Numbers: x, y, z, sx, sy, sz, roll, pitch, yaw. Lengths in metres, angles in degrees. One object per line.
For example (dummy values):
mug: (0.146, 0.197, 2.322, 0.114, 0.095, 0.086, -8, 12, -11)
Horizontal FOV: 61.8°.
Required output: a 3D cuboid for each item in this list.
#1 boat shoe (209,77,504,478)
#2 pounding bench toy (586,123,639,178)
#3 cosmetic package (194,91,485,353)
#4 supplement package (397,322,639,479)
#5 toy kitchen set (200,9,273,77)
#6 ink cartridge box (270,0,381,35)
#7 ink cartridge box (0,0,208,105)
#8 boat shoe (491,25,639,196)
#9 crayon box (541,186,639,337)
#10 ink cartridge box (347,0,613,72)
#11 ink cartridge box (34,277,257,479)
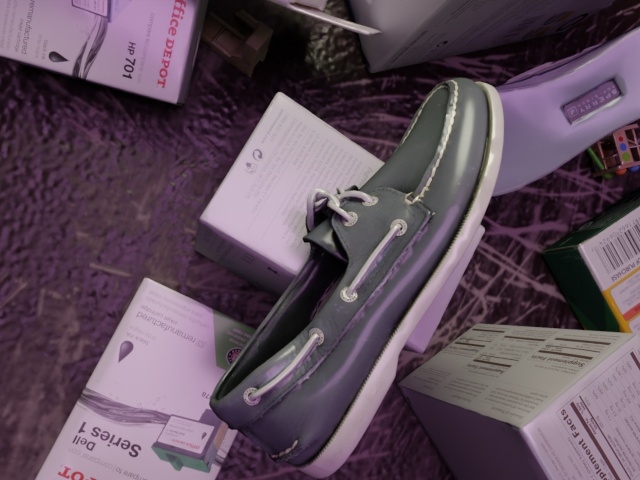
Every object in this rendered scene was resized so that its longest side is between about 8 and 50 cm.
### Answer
boat shoe: (0.030, 0.005, 0.388, 0.099, 0.116, 0.319, 29, 83, -13)
pounding bench toy: (0.407, -0.121, 0.762, 0.083, 0.052, 0.065, -13, 87, -15)
cosmetic package: (0.000, 0.000, 0.557, 0.225, 0.224, 0.138, 30, 77, -8)
supplement package: (0.235, 0.215, 0.570, 0.145, 0.262, 0.204, -32, 92, -15)
toy kitchen set: (-0.095, -0.259, 0.641, 0.083, 0.075, 0.068, 36, 75, -7)
ink cartridge box: (-0.088, -0.324, 0.538, 0.354, 0.207, 0.119, 22, 113, 1)
ink cartridge box: (-0.232, -0.240, 0.584, 0.191, 0.082, 0.139, 13, 100, -11)
boat shoe: (0.285, -0.170, 0.701, 0.367, 0.156, 0.135, -28, 96, 13)
crayon box: (0.476, 0.103, 0.737, 0.203, 0.083, 0.322, -29, 90, -15)
ink cartridge box: (0.258, -0.345, 0.638, 0.396, 0.270, 0.151, -15, 92, -15)
ink cartridge box: (-0.163, 0.172, 0.564, 0.160, 0.092, 0.219, 27, 77, -9)
